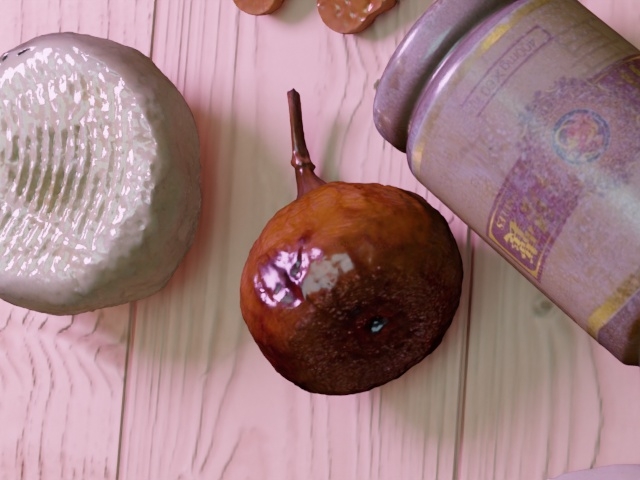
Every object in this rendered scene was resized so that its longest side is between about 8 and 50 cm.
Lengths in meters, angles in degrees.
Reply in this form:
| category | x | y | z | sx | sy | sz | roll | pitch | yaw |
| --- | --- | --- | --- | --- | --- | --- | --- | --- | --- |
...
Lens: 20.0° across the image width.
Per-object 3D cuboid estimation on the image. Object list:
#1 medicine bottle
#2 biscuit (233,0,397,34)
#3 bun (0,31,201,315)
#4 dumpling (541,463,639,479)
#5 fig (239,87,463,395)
| category | x | y | z | sx | sy | sz | roll | pitch | yaw |
| --- | --- | --- | --- | --- | --- | --- | --- | --- | --- |
| medicine bottle | 0.189 | -0.020 | 1.095 | 0.322 | 0.151 | 0.151 | 43 | 99 | 21 |
| biscuit | -0.003 | -0.264 | 1.237 | 0.144 | 0.040 | 0.236 | 11 | 105 | 15 |
| bun | -0.167 | -0.046 | 1.264 | 0.195 | 0.118 | 0.195 | 0 | 89 | 20 |
| dumpling | 0.188 | 0.204 | 1.081 | 0.179 | 0.131 | 0.252 | -39 | 30 | -19 |
| fig | 0.000 | 0.000 | 1.202 | 0.146 | 0.134 | 0.201 | -24 | 50 | -11 |
